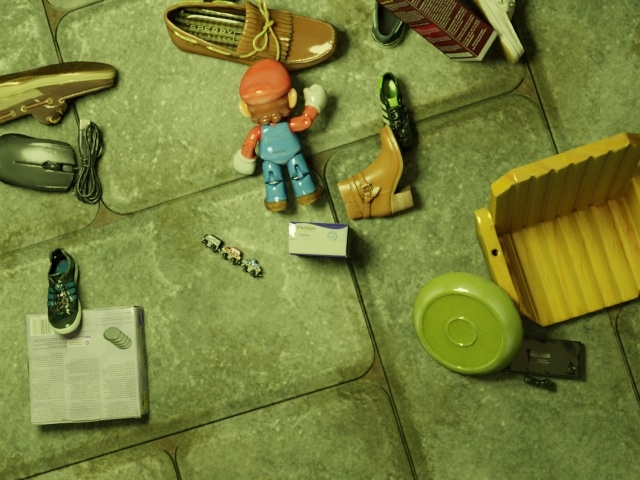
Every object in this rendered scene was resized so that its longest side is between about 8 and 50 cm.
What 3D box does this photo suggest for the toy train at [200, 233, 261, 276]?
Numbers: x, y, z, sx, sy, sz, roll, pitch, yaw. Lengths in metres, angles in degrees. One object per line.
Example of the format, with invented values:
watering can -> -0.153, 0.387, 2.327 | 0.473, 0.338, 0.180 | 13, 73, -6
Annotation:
toy train -> -0.194, 0.032, 1.855 | 0.158, 0.027, 0.036 | 32, 79, 7

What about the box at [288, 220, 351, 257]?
box -> 0.000, 0.000, 1.781 | 0.126, 0.137, 0.072 | 3, 88, 5

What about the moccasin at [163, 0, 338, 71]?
moccasin -> -0.150, -0.459, 1.818 | 0.380, 0.147, 0.139 | 14, 86, 6

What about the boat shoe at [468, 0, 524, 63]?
boat shoe -> 0.378, -0.516, 1.797 | 0.096, 0.098, 0.277 | -28, 83, 4

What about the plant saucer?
plant saucer -> 0.297, 0.183, 1.730 | 0.241, 0.037, 0.241 | 11, 117, 24

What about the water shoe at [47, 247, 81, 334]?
water shoe -> -0.569, 0.108, 1.816 | 0.072, 0.080, 0.203 | -16, 53, -1

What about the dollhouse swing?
dollhouse swing -> 0.512, -0.006, 1.653 | 0.346, 0.305, 0.315 | -18, 85, 3

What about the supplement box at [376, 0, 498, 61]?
supplement box -> 0.238, -0.471, 1.747 | 0.239, 0.130, 0.073 | 32, 90, -21

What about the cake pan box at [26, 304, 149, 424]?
cake pan box -> -0.521, 0.275, 1.850 | 0.266, 0.070, 0.246 | -6, 84, 5

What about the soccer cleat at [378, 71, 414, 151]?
soccer cleat -> 0.160, -0.279, 1.815 | 0.060, 0.072, 0.179 | -15, 85, 4

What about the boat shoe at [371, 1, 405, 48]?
boat shoe -> 0.163, -0.551, 1.828 | 0.095, 0.079, 0.255 | 17, 89, 5

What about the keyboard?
keyboard -> 0.465, 0.262, 1.782 | 0.180, 0.023, 0.108 | 4, 81, 6

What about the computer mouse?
computer mouse -> -0.631, -0.180, 1.873 | 0.272, 0.072, 0.189 | 4, 99, 7

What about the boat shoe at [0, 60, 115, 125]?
boat shoe -> -0.622, -0.320, 1.884 | 0.342, 0.123, 0.123 | -12, 116, -3

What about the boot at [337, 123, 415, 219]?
boot -> 0.110, -0.142, 1.797 | 0.152, 0.073, 0.197 | -12, 101, 10

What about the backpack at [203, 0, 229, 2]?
backpack -> -0.225, -0.606, 1.809 | 0.152, 0.182, 0.115 | -32, 59, -1

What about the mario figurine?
mario figurine -> -0.085, -0.235, 1.822 | 0.198, 0.170, 0.321 | -18, 102, -31
